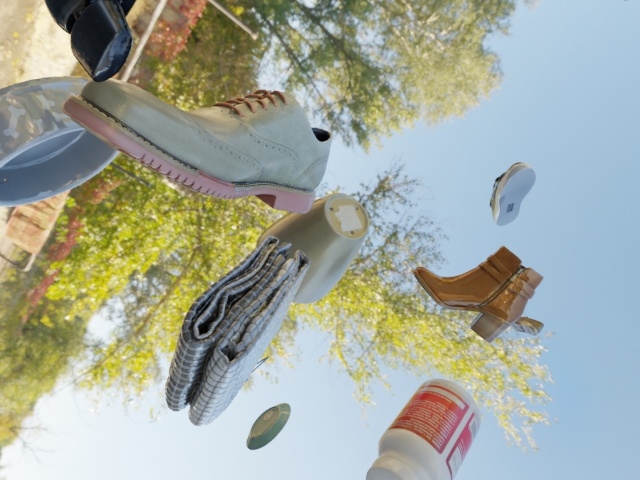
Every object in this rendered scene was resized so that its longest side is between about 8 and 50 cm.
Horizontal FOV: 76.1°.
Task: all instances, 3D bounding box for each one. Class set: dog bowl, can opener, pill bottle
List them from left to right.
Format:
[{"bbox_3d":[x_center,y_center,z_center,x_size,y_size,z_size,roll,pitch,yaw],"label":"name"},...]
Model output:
[{"bbox_3d":[-0.585,-0.195,0.870,0.349,0.102,0.349,-35,-176,3],"label":"dog bowl"},{"bbox_3d":[-0.119,-0.176,0.249,0.186,0.073,0.059,-25,-161,44],"label":"can opener"},{"bbox_3d":[0.319,0.630,1.258,0.408,0.229,0.229,-26,176,-46],"label":"pill bottle"}]

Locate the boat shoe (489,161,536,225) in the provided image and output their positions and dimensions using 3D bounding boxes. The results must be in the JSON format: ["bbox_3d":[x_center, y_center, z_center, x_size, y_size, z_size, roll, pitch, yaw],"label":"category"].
[{"bbox_3d":[0.447,-0.121,0.977,0.080,0.228,0.076,-19,-121,7],"label":"boat shoe"}]

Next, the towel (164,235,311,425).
[{"bbox_3d":[-0.144,0.143,0.708,0.283,0.121,0.235,-55,173,-51],"label":"towel"}]

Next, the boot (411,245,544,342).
[{"bbox_3d":[0.400,0.099,1.052,0.220,0.283,0.109,-54,167,8],"label":"boot"}]

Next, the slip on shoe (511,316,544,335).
[{"bbox_3d":[0.616,0.250,1.240,0.041,0.051,0.135,-38,-174,-8],"label":"slip on shoe"}]

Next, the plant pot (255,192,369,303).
[{"bbox_3d":[0.000,0.000,1.067,0.274,0.256,0.256,-41,-151,49],"label":"plant pot"}]

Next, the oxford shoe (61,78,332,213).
[{"bbox_3d":[-0.107,-0.134,0.508,0.140,0.397,0.146,32,-78,20],"label":"oxford shoe"}]

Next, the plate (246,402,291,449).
[{"bbox_3d":[-0.180,0.613,1.370,0.188,0.024,0.188,-36,-168,9],"label":"plate"}]

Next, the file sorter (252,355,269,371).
[{"bbox_3d":[-0.224,0.260,0.995,0.104,0.170,0.118,-33,174,-47],"label":"file sorter"}]
